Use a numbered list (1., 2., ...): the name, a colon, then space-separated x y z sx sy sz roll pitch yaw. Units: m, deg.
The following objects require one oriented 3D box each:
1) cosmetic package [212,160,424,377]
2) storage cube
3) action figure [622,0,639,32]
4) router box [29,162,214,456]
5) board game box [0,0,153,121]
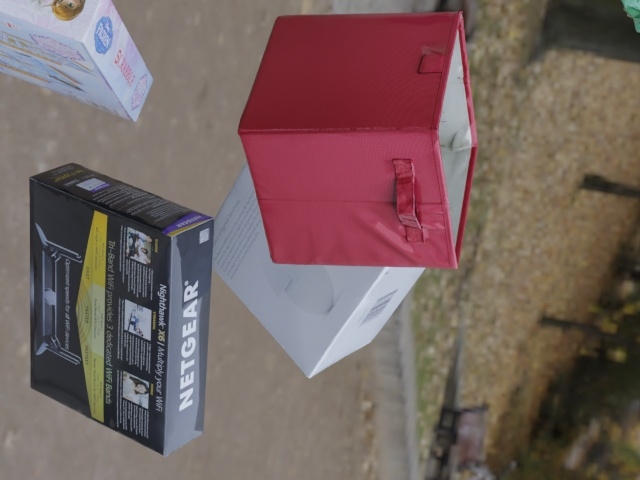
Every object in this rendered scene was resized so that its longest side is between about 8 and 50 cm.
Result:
1. cosmetic package: 0.000 0.000 1.705 0.138 0.225 0.224 -26 157 -46
2. storage cube: 0.044 -0.099 1.381 0.184 0.193 0.215 77 21 -43
3. action figure: 0.441 -0.321 1.820 0.232 0.137 0.064 21 73 -56
4. router box: -0.254 0.084 1.752 0.081 0.242 0.309 -26 130 -48
5. board game box: -0.367 -0.255 1.575 0.318 0.318 0.066 81 30 -80
